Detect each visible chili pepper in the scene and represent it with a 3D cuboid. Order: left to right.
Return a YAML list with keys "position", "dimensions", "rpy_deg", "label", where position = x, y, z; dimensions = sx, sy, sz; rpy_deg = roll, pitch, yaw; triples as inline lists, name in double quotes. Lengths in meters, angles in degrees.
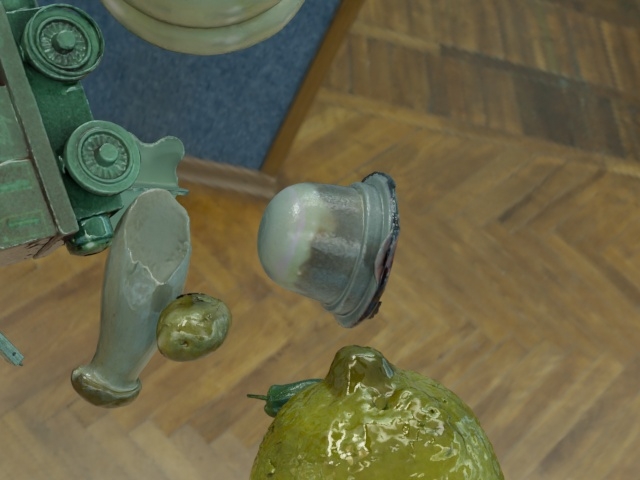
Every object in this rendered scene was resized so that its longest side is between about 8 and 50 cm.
- position: [-0.034, 0.257, 1.706]
  dimensions: [0.204, 0.073, 0.072]
  rpy_deg: [-5, 56, 15]
  label: "chili pepper"

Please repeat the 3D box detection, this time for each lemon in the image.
- position: [0.052, 0.250, 0.978]
  dimensions: [0.245, 0.245, 0.320]
  rpy_deg: [-16, 105, -33]
  label: "lemon"

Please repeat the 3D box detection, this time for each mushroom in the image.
- position: [-0.276, 0.093, 1.609]
  dimensions: [0.128, 0.350, 0.128]
  rpy_deg: [20, 15, -6]
  label: "mushroom"

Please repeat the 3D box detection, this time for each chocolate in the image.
- position: [-0.001, 0.004, 1.321]
  dimensions: [0.147, 0.221, 0.221]
  rpy_deg: [8, 51, -24]
  label: "chocolate"

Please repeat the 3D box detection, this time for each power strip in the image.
- position: [-0.449, 0.129, 1.474]
  dimensions: [0.051, 0.136, 0.019]
  rpy_deg: [14, 55, 45]
  label: "power strip"

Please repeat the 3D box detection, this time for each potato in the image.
- position: [-0.174, 0.116, 1.484]
  dimensions: [0.170, 0.107, 0.080]
  rpy_deg: [-82, 152, -75]
  label: "potato"

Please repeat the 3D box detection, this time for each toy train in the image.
- position: [-0.330, -0.118, 1.142]
  dimensions: [0.221, 0.150, 0.304]
  rpy_deg: [-16, 83, -32]
  label: "toy train"

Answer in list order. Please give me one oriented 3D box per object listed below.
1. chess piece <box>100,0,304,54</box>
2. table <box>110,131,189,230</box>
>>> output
- position: [-0.073, -0.229, 0.631]
  dimensions: [0.167, 0.300, 0.167]
  rpy_deg: [1, 81, -5]
  label: "chess piece"
- position: [-0.320, -0.094, 1.749]
  dimensions: [0.198, 0.166, 0.166]
  rpy_deg: [3, 53, -20]
  label: "table"
